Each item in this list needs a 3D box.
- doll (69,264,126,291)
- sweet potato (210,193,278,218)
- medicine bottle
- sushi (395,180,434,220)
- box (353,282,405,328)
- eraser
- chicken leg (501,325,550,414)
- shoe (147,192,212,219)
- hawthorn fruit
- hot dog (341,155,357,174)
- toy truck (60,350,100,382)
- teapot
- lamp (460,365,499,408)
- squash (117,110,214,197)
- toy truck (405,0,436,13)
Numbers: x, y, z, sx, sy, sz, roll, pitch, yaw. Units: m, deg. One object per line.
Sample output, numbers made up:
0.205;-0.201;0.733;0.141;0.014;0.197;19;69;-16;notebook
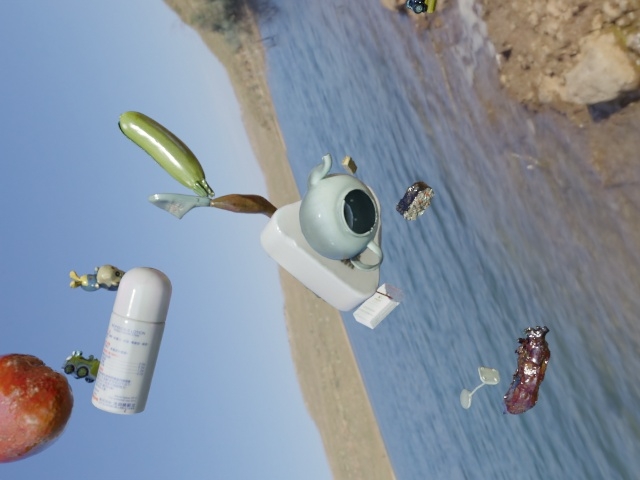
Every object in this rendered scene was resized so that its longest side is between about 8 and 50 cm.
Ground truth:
-0.667;0.114;2.017;0.102;0.179;0.089;-117;35;-48;doll
-0.202;-0.100;1.963;0.058;0.255;0.078;42;112;50;sweet potato
-0.444;0.230;1.579;0.130;0.130;0.341;-123;46;-88;medicine bottle
0.354;-0.146;2.458;0.090;0.150;0.078;28;-165;-42;sushi
0.184;0.203;2.083;0.084;0.154;0.040;19;144;53;box
0.000;0.000;1.750;0.150;0.331;0.331;-49;56;60;eraser
0.436;0.284;1.406;0.105;0.063;0.234;-70;-8;-79;chicken leg
-0.428;-0.103;2.026;0.079;0.195;0.078;180;90;-71;shoe
-0.755;0.413;1.650;0.284;0.284;0.284;161;90;-90;hawthorn fruit
0.083;-0.228;1.991;0.030;0.034;0.090;-65;-23;-8;hot dog
-0.686;0.360;1.905;0.076;0.111;0.077;77;-151;-65;toy truck
0.049;-0.053;1.460;0.129;0.193;0.294;-10;118;50;teapot
0.390;0.378;1.695;0.198;0.056;0.050;114;156;-53;lamp
-0.397;-0.231;1.763;0.341;0.094;0.094;40;176;6;squash
0.205;-0.493;1.304;0.049;0.054;0.083;-117;28;-54;toy truck
